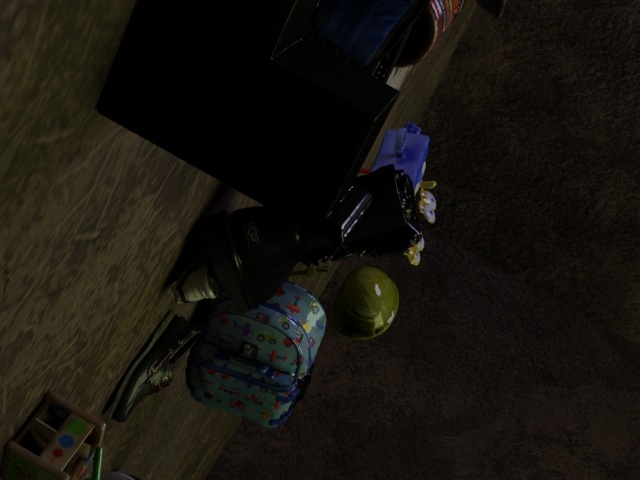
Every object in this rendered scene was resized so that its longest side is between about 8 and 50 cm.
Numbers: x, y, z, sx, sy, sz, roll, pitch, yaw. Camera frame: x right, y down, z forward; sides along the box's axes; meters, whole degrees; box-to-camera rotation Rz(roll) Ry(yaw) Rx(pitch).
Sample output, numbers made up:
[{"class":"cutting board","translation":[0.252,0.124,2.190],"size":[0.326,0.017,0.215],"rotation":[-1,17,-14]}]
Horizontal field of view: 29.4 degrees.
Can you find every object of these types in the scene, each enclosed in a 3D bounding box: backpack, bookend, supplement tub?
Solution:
[{"class":"backpack","translation":[-0.077,0.122,1.463],"size":[0.173,0.158,0.117],"rotation":[111,2,-48]},{"class":"bookend","translation":[-0.017,-0.107,0.667],"size":[0.157,0.156,0.072],"rotation":[-64,175,26]},{"class":"supplement tub","translation":[0.109,-0.277,1.369],"size":[0.198,0.106,0.106],"rotation":[-56,174,-51]},{"class":"backpack","translation":[0.045,-0.218,1.034],"size":[0.120,0.101,0.098],"rotation":[-59,176,31]}]

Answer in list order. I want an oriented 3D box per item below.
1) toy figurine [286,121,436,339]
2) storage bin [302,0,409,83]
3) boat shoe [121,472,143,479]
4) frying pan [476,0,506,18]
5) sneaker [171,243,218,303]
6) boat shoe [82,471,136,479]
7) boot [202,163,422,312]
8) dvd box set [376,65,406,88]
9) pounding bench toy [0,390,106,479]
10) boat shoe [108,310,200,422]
[{"class":"toy figurine","translation":[0.070,-0.064,1.729],"size":[0.363,0.191,0.217],"rotation":[-65,171,-45]},{"class":"storage bin","translation":[0.016,-0.160,1.185],"size":[0.122,0.084,0.180],"rotation":[-57,175,-42]},{"class":"boat shoe","translation":[-0.245,0.330,1.427],"size":[0.073,0.080,0.223],"rotation":[-56,171,5]},{"class":"frying pan","translation":[0.206,-0.415,1.391],"size":[0.197,0.053,0.326],"rotation":[-85,176,-59]},{"class":"sneaker","translation":[-0.123,0.032,1.196],"size":[0.043,0.040,0.109],"rotation":[-18,-167,5]},{"class":"boat shoe","translation":[-0.258,0.338,1.185],"size":[0.268,0.096,0.088],"rotation":[-59,180,-3]},{"class":"boot","translation":[0.000,0.000,1.239],"size":[0.246,0.207,0.094],"rotation":[73,4,-79]},{"class":"dvd box set","translation":[0.085,-0.242,1.608],"size":[0.420,0.062,0.307],"rotation":[-60,176,-14]},{"class":"pounding bench toy","translation":[-0.188,0.165,0.927],"size":[0.065,0.083,0.052],"rotation":[-56,173,-42]},{"class":"boat shoe","translation":[-0.168,0.132,1.236],"size":[0.133,0.042,0.049],"rotation":[-56,176,-32]}]
